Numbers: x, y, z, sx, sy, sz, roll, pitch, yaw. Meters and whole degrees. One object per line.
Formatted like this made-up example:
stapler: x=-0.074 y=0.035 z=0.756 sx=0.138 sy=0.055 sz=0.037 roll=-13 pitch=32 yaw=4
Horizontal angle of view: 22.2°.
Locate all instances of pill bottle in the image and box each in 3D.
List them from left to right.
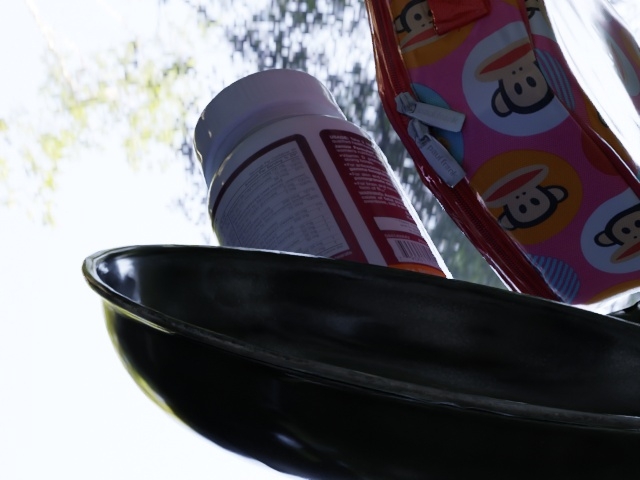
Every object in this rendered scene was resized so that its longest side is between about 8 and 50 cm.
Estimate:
pill bottle: x=0.000 y=0.000 z=1.006 sx=0.121 sy=0.121 sz=0.221 roll=-18 pitch=-131 yaw=-10

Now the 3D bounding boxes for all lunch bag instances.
lunch bag: x=0.108 y=-0.117 z=0.963 sx=0.120 sy=0.258 sz=0.293 roll=-28 pitch=-138 yaw=19

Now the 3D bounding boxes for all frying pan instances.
frying pan: x=0.051 y=0.031 z=0.513 sx=0.197 sy=0.326 sz=0.053 roll=13 pitch=-84 yaw=18
